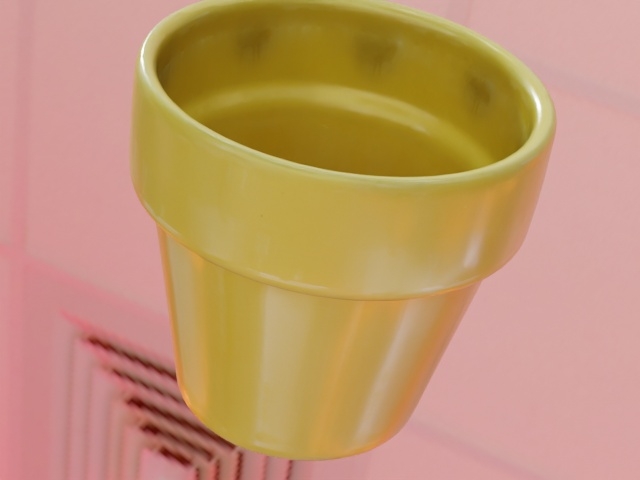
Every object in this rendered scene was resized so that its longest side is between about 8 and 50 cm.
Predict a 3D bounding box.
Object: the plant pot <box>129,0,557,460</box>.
[{"bbox_3d":[0.000,0.000,0.988,0.254,0.254,0.239,20,-57,17],"label":"plant pot"}]
